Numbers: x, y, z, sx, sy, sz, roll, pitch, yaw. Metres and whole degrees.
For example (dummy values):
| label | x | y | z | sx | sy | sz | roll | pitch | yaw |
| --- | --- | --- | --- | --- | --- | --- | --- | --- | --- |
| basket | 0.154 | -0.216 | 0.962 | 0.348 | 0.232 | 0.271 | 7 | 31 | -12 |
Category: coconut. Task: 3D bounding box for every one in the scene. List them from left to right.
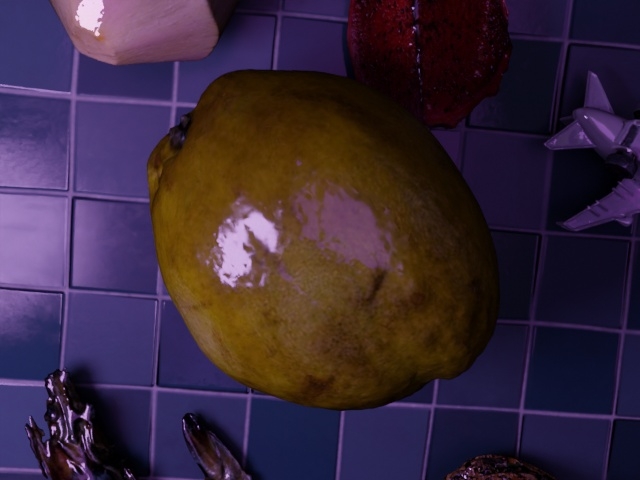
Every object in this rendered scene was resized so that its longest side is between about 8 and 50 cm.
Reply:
| label | x | y | z | sx | sy | sz | roll | pitch | yaw |
| --- | --- | --- | --- | --- | --- | --- | --- | --- | --- |
| coconut | -0.201 | -0.307 | 0.901 | 0.259 | 0.259 | 0.259 | 0 | 98 | -3 |

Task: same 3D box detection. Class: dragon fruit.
| label | x | y | z | sx | sy | sz | roll | pitch | yaw |
| --- | --- | --- | --- | --- | --- | --- | --- | --- | --- |
| dragon fruit | 0.122 | -0.263 | 0.990 | 0.189 | 0.163 | 0.262 | 0 | 98 | 27 |

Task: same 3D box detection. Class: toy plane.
| label | x | y | z | sx | sy | sz | roll | pitch | yaw |
| --- | --- | --- | --- | --- | --- | --- | --- | --- | --- |
| toy plane | 0.414 | -0.097 | 1.045 | 0.255 | 0.101 | 0.251 | 33 | 83 | -7 |

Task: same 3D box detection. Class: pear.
| label | x | y | z | sx | sy | sz | roll | pitch | yaw |
| --- | --- | --- | --- | --- | --- | --- | --- | --- | --- |
| pear | 0.000 | 0.000 | 0.922 | 0.413 | 0.352 | 0.352 | 44 | 93 | 3 |

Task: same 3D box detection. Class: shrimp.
| label | x | y | z | sx | sy | sz | roll | pitch | yaw |
| --- | --- | --- | --- | --- | --- | --- | --- | --- | --- |
| shrimp | -0.224 | 0.309 | 1.086 | 0.233 | 0.071 | 0.365 | -27 | 98 | -9 |

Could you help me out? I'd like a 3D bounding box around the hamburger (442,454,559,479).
| label | x | y | z | sx | sy | sz | roll | pitch | yaw |
| --- | --- | --- | --- | --- | --- | --- | --- | --- | --- |
| hamburger | 0.243 | 0.402 | 1.103 | 0.230 | 0.107 | 0.231 | 0 | 100 | 0 |
